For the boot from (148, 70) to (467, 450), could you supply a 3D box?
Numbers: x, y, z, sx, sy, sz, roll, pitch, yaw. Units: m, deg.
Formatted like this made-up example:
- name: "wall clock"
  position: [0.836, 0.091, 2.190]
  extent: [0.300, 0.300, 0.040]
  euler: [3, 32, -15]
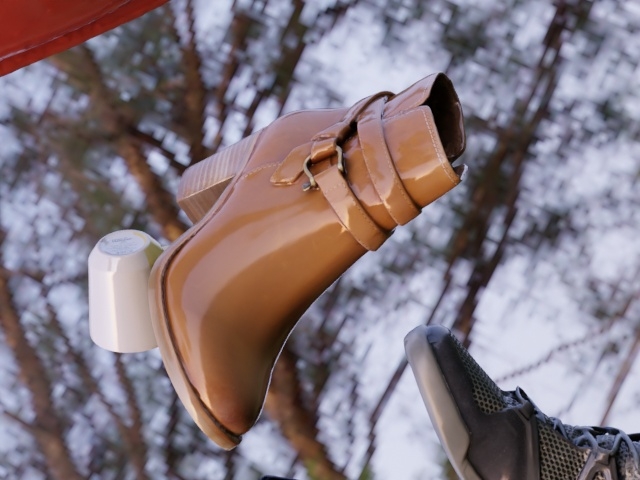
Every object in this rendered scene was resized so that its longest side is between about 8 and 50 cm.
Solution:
- name: "boot"
  position: [0.000, 0.000, 0.910]
  extent: [0.073, 0.152, 0.197]
  euler: [51, -153, -40]

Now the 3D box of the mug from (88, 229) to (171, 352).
- name: "mug"
  position: [-0.117, 0.025, 1.215]
  extent: [0.078, 0.062, 0.064]
  euler: [-38, -48, -42]

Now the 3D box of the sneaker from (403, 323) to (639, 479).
- name: "sneaker"
  position: [0.151, 0.130, 1.201]
  extent: [0.130, 0.227, 0.087]
  euler: [-34, 3, 8]

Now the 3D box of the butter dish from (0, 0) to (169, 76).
- name: "butter dish"
  position: [-0.099, -0.103, 0.497]
  extent: [0.160, 0.118, 0.160]
  euler: [-24, -62, -15]

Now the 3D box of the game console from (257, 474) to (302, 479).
- name: "game console"
  position: [0.084, 0.175, 0.446]
  extent: [0.044, 0.361, 0.213]
  euler: [51, -129, -50]
